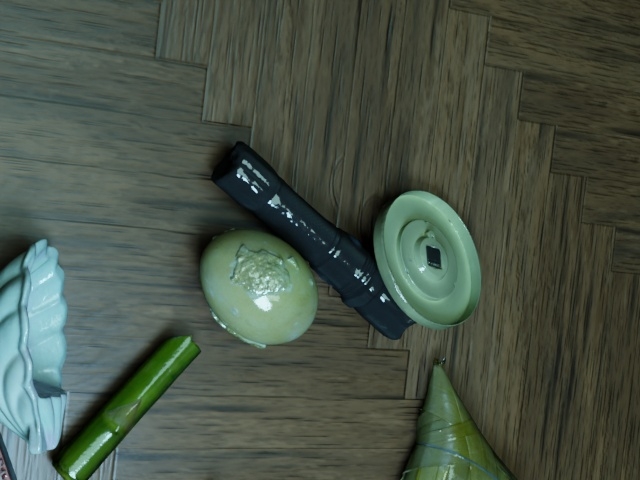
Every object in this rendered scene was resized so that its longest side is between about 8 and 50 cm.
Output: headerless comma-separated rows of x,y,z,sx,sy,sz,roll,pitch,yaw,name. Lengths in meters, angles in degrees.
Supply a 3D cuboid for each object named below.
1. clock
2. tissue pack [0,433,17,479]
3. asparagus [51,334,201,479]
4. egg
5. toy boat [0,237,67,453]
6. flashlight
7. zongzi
0.177,0.030,1.911,0.235,0.029,0.235,22,56,-37,clock
-0.504,0.182,1.514,0.123,0.245,0.332,-20,104,-26,tissue pack
-0.286,0.245,1.734,0.060,0.067,0.277,40,70,4,asparagus
-0.094,0.071,1.764,0.201,0.164,0.164,45,74,-22,egg
-0.407,0.144,1.611,0.100,0.199,0.290,-4,89,4,toy boat
0.000,0.000,1.844,0.424,0.103,0.103,42,76,-22,flashlight
0.255,0.342,2.008,0.228,0.115,0.256,16,75,-33,zongzi
